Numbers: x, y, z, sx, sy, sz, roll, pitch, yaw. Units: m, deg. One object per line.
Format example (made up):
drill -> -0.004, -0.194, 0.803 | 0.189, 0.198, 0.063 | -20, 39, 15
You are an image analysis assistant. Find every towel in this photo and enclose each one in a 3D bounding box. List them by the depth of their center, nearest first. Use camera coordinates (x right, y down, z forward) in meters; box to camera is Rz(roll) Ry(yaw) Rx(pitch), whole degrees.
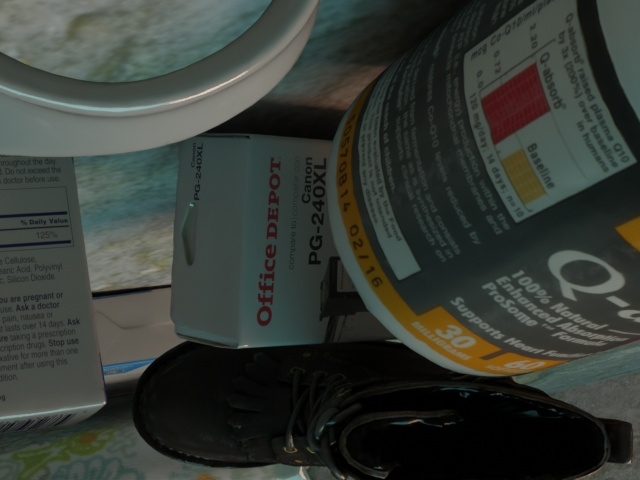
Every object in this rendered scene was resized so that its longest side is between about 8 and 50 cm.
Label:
towel -> -0.156, 0.186, 1.111 | 0.320, 0.090, 0.374 | -12, -175, 3

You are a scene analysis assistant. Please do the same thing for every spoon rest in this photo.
spoon rest -> -0.125, -0.063, 0.349 | 0.276, 0.084, 0.137 | -9, 166, -9

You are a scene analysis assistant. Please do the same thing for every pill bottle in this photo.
pill bottle -> 0.131, -0.050, 0.436 | 0.162, 0.162, 0.278 | -3, 164, -30

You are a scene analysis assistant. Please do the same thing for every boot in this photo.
boot -> 0.012, 0.090, 0.607 | 0.263, 0.091, 0.229 | -2, 177, 2

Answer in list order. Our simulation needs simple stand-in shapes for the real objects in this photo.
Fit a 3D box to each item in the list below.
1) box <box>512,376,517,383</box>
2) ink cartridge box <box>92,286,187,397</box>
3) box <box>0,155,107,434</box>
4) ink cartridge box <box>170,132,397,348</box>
box -> 0.165, 0.134, 1.325 | 0.087, 0.102, 0.101 | -20, 163, 26
ink cartridge box -> -0.166, 0.093, 0.989 | 0.104, 0.061, 0.181 | -6, 165, -22
box -> -0.181, 0.026, 0.548 | 0.126, 0.137, 0.072 | -3, 166, -27
ink cartridge box -> 0.000, 0.000, 0.620 | 0.150, 0.109, 0.063 | 0, -175, -39
